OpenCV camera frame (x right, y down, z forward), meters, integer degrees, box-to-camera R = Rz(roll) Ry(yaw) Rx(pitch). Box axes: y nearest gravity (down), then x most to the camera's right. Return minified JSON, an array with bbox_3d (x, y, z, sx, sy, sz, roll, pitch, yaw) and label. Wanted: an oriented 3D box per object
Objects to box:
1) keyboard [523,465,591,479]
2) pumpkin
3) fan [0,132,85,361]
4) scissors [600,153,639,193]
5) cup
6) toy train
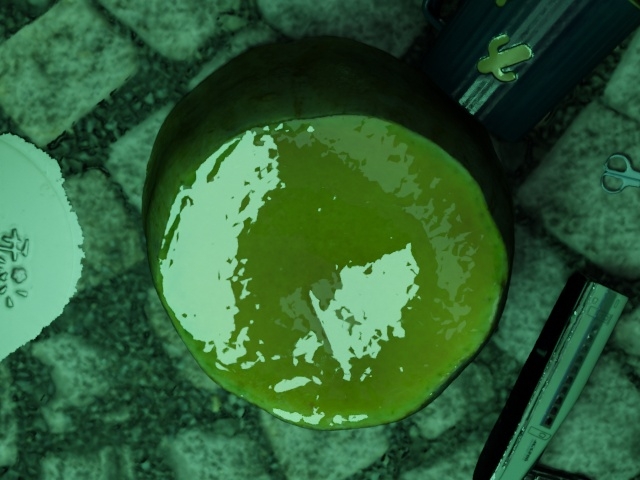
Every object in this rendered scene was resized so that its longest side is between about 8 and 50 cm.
[{"bbox_3d":[0.170,0.328,1.508,0.106,0.016,0.262,16,101,-1],"label":"keyboard"},{"bbox_3d":[0.000,0.000,1.363,0.332,0.199,0.332,1,100,4],"label":"pumpkin"},{"bbox_3d":[-0.416,-0.006,1.462,0.415,0.012,0.233,8,100,-1],"label":"fan"},{"bbox_3d":[0.286,-0.051,1.437,0.083,0.006,0.036,13,99,-1],"label":"scissors"},{"bbox_3d":[0.158,-0.185,1.365,0.176,0.131,0.155,45,104,23],"label":"cup"},{"bbox_3d":[0.193,0.150,1.447,0.048,0.055,0.251,25,97,-12],"label":"toy train"}]
